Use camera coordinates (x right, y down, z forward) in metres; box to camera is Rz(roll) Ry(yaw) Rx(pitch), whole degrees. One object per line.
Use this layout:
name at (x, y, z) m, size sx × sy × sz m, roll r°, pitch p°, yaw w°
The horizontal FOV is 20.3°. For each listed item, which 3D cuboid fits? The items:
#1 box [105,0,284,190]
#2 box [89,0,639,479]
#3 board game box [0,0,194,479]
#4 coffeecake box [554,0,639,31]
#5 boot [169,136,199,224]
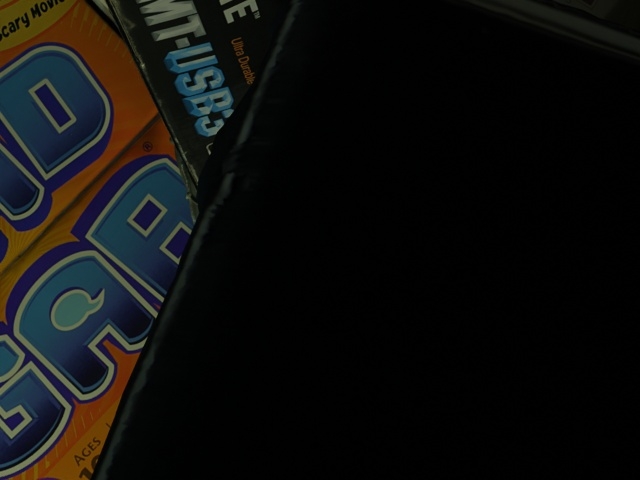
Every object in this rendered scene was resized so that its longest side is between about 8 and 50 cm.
box at (-0.090, -0.177, 0.759) m, size 0.293 × 0.073 × 0.295 m, roll 69°, pitch 176°, yaw -64°
box at (0.162, 0.210, 0.565) m, size 0.480 × 0.297 × 0.472 m, roll 19°, pitch 159°, yaw 5°
board game box at (-0.285, 0.011, 1.510) m, size 0.356 × 0.356 × 0.356 m, roll 47°, pitch 166°, yaw -14°
coffeecake box at (0.050, -0.045, 0.729) m, size 0.068 × 0.185 × 0.142 m, roll 40°, pitch 166°, yaw 12°
boot at (-0.053, 0.015, 1.274) m, size 0.189 × 0.076 × 0.208 m, roll -138°, pitch 40°, yaw -76°
